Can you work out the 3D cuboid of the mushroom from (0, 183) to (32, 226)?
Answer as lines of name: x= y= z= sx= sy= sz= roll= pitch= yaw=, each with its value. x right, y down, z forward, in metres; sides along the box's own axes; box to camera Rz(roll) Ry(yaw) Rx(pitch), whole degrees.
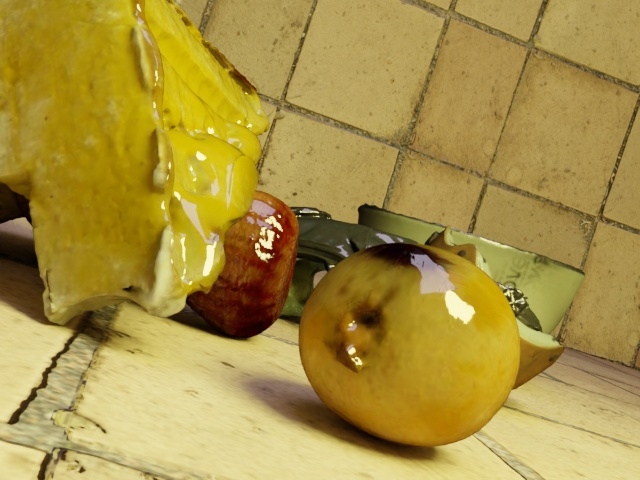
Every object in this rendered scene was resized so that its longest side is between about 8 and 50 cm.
mushroom: x=-0.314 y=-0.078 z=0.916 sx=0.254 sy=0.267 sz=0.267 roll=-16 pitch=-14 yaw=21

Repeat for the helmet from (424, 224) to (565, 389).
helmet: x=0.163 y=0.092 z=0.935 sx=0.198 sy=0.130 sz=0.224 roll=51 pitch=2 yaw=-2

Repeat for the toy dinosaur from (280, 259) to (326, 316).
toy dinosaur: x=-0.041 y=0.064 z=1.076 sx=0.147 sy=0.076 sz=0.363 roll=-7 pitch=-2 yaw=7

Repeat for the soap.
soap: x=-0.130 y=-0.047 z=0.748 sx=0.169 sy=0.304 sz=0.339 roll=-16 pitch=-17 yaw=12

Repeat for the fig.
fig: x=-0.117 y=0.002 z=0.790 sx=0.201 sy=0.146 sz=0.134 roll=25 pitch=42 yaw=5

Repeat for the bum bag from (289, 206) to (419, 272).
bum bag: x=0.000 y=0.000 z=1.019 sx=0.248 sy=0.060 sz=0.123 roll=18 pitch=24 yaw=21

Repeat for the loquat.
loquat: x=0.060 y=0.070 z=0.566 sx=0.163 sy=0.137 sz=0.163 roll=2 pitch=-10 yaw=0

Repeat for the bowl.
bowl: x=0.201 y=0.082 z=1.261 sx=0.354 sy=0.185 sz=0.354 roll=18 pitch=0 yaw=0
